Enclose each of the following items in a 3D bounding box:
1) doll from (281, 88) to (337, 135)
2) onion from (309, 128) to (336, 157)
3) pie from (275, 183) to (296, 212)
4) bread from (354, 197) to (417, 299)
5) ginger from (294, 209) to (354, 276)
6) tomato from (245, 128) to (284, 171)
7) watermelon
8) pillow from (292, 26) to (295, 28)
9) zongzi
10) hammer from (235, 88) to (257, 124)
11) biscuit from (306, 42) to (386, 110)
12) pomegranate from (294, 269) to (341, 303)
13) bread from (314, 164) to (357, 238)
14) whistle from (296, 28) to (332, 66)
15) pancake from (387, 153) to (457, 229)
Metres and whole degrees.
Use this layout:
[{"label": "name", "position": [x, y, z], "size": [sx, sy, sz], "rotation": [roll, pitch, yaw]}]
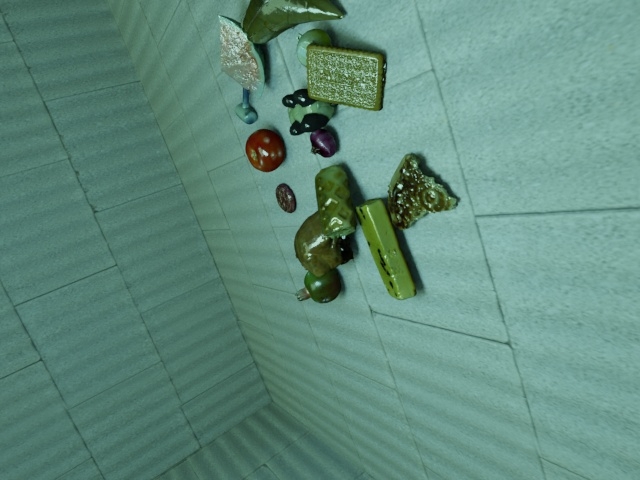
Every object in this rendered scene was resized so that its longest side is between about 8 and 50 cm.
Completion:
[{"label": "doll", "position": [-0.047, -0.444, 1.527], "size": [0.234, 0.135, 0.143], "rotation": [8, 111, 58]}, {"label": "onion", "position": [0.005, -0.341, 1.562], "size": [0.115, 0.104, 0.115], "rotation": [42, 165, 14]}, {"label": "pie", "position": [-0.163, -0.193, 2.040], "size": [0.154, 0.036, 0.154], "rotation": [42, 145, 38]}, {"label": "bread", "position": [0.223, 0.035, 1.504], "size": [0.360, 0.077, 0.138], "rotation": [68, 169, -8]}, {"label": "ginger", "position": [-0.001, -0.002, 1.731], "size": [0.200, 0.223, 0.269], "rotation": [-122, 14, -59]}, {"label": "tomato", "position": [-0.235, -0.388, 1.894], "size": [0.195, 0.136, 0.195], "rotation": [37, 141, 37]}, {"label": "watermelon", "position": [-0.303, -0.725, 1.693], "size": [0.256, 0.176, 0.260], "rotation": [50, 145, 25]}, {"label": "pillow", "position": [-0.147, -0.814, 1.488], "size": [0.233, 0.038, 0.130], "rotation": [43, 138, 26]}, {"label": "zongzi", "position": [-0.094, -0.685, 1.375], "size": [0.300, 0.145, 0.274], "rotation": [47, 134, 7]}, {"label": "hammer", "position": [-0.327, -0.617, 1.941], "size": [0.116, 0.070, 0.193], "rotation": [46, 143, 32]}, {"label": "biscuit", "position": [0.071, -0.482, 1.308], "size": [0.255, 0.029, 0.172], "rotation": [18, 133, 22]}, {"label": "pomegranate", "position": [-0.015, 0.202, 1.933], "size": [0.179, 0.210, 0.179], "rotation": [61, 166, 26]}, {"label": "bread", "position": [0.051, -0.142, 1.564], "size": [0.152, 0.130, 0.267], "rotation": [-37, 58, 54]}, {"label": "whistle", "position": [0.016, -0.577, 1.372], "size": [0.223, 0.123, 0.123], "rotation": [38, 148, 4]}, {"label": "pancake", "position": [0.302, -0.128, 1.309], "size": [0.245, 0.057, 0.265], "rotation": [24, 137, 39]}]
